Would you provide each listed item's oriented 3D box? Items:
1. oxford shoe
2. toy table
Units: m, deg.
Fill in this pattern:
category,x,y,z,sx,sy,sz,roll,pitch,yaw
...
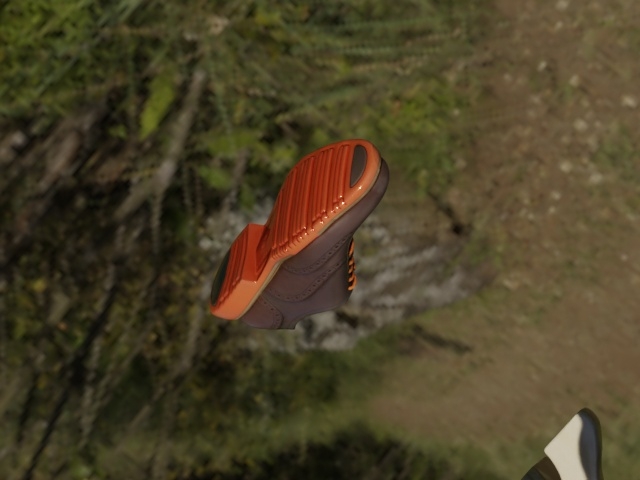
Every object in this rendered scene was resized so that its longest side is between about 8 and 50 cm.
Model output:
category,x,y,z,sx,sy,sz,roll,pitch,yaw
oxford shoe,0.000,0.000,1.282,0.098,0.097,0.271,23,145,-19
toy table,0.279,0.335,1.664,0.161,0.252,0.274,43,-174,14
